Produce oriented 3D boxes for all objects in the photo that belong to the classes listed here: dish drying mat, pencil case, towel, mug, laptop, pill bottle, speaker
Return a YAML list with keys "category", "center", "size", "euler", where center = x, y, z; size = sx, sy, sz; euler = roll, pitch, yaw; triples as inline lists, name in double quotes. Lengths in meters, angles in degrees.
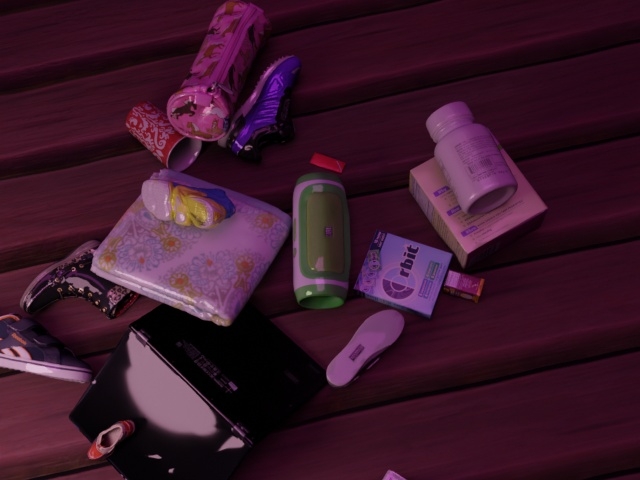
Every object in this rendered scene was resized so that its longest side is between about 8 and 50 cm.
- category: "dish drying mat"
  center: [0.018, -0.189, 2.093]
  size: [0.083, 0.008, 0.032]
  euler: [20, 72, 12]
- category: "pencil case"
  center: [-0.238, -0.415, 2.069]
  size: [0.167, 0.160, 0.386]
  euler: [-3, 47, 24]
- category: "towel"
  center: [-0.292, 0.009, 1.961]
  size: [0.374, 0.090, 0.320]
  euler: [19, 56, 15]
- category: "mug"
  center: [-0.379, -0.259, 2.118]
  size: [0.169, 0.150, 0.113]
  euler: [38, 112, 21]
- category: "laptop"
  center: [-0.267, 0.346, 1.901]
  size: [0.382, 0.236, 0.408]
  euler: [40, 48, 17]
- category: "pill bottle"
  center: [0.323, -0.182, 1.873]
  size: [0.131, 0.131, 0.229]
  euler: [-22, 68, -4]
- category: "speaker"
  center: [0.000, 0.000, 1.958]
  size: [0.131, 0.131, 0.296]
  euler: [-3, 68, 4]

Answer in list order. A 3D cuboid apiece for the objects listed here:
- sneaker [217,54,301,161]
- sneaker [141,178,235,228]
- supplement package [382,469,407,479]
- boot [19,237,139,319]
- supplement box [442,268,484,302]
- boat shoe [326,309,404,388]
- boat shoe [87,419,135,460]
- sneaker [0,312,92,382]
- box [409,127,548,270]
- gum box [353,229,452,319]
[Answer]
- category: "sneaker"
  center: [-0.110, -0.312, 2.110]
  size: [0.146, 0.102, 0.293]
  euler: [34, 80, 12]
- category: "sneaker"
  center: [-0.291, -0.084, 1.940]
  size: [0.240, 0.126, 0.091]
  euler: [24, 112, 33]
- category: "supplement package"
  center: [0.130, 0.600, 1.703]
  size: [0.134, 0.139, 0.244]
  euler: [30, 72, 14]
- category: "boot"
  center: [-0.549, 0.123, 1.968]
  size: [0.236, 0.085, 0.178]
  euler: [-41, 71, -20]
- category: "supplement box"
  center: [0.321, 0.103, 1.929]
  size: [0.083, 0.055, 0.043]
  euler: [16, 71, 11]
- category: "boat shoe"
  center: [0.095, 0.238, 1.884]
  size: [0.219, 0.070, 0.078]
  euler: [-41, 73, -14]
- category: "boat shoe"
  center: [-0.455, 0.430, 1.838]
  size: [0.137, 0.043, 0.049]
  euler: [-38, 78, 20]
- category: "sneaker"
  center: [-0.652, 0.234, 1.916]
  size: [0.321, 0.126, 0.127]
  euler: [10, 75, 10]
- category: "box"
  center: [0.356, -0.095, 1.971]
  size: [0.213, 0.117, 0.243]
  euler: [-30, 70, -7]
- category: "gum box"
  center: [0.189, 0.076, 1.957]
  size: [0.184, 0.041, 0.157]
  euler: [19, 71, 12]
